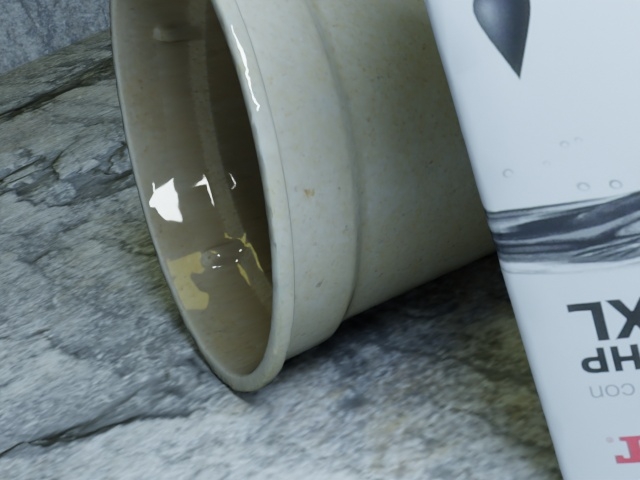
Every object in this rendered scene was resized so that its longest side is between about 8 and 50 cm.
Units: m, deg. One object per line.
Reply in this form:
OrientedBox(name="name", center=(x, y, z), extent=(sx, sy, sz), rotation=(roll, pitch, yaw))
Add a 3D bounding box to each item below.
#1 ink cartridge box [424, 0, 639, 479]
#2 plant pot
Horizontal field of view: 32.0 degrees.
OrientedBox(name="ink cartridge box", center=(0.210, -0.088, 0.489), extent=(0.285, 0.395, 0.166), rotation=(-10, 27, 20))
OrientedBox(name="plant pot", center=(0.043, -0.094, 0.804), extent=(0.305, 0.334, 0.334), rotation=(-15, 19, -20))
